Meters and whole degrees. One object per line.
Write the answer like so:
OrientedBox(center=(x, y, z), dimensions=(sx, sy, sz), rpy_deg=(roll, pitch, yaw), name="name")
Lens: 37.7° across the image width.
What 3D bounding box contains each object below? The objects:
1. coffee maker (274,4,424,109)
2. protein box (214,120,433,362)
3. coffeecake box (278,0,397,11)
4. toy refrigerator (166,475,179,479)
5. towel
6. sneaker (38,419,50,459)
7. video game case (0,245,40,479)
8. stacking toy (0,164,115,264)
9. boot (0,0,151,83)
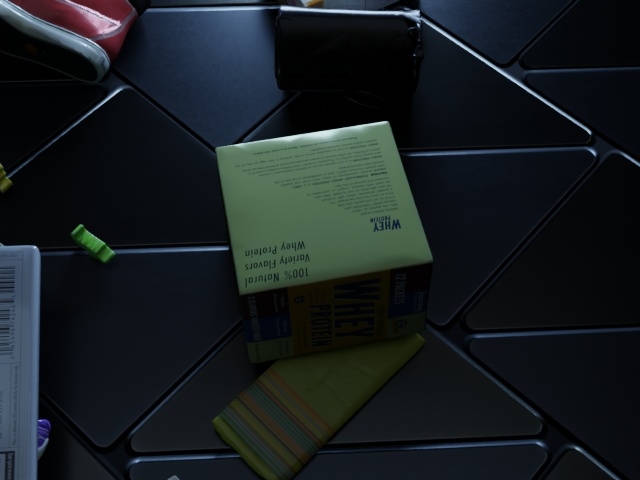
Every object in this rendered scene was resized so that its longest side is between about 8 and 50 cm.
OrientedBox(center=(0.033, -0.242, 1.157), dimensions=(0.178, 0.171, 0.120), rpy_deg=(1, 78, 1), name="coffee maker")
OrientedBox(center=(0.000, 0.000, 1.027), dimensions=(0.199, 0.136, 0.201), rpy_deg=(-10, 53, -5), name="protein box")
OrientedBox(center=(0.026, -0.377, 1.287), dimensions=(0.185, 0.068, 0.142), rpy_deg=(-25, 65, -14), name="coffeecake box")
OrientedBox(center=(-0.212, 0.349, 0.865), dimensions=(0.269, 0.102, 0.094), rpy_deg=(-34, 65, -19), name="toy refrigerator")
OrientedBox(center=(0.001, 0.156, 1.026), dimensions=(0.102, 0.021, 0.237), rpy_deg=(43, 68, 14), name="towel")
OrientedBox(center=(-0.363, 0.182, 0.988), dimensions=(0.170, 0.068, 0.071), rpy_deg=(26, 50, 3), name="sneaker")
OrientedBox(center=(-0.432, 0.163, 0.919), dimensions=(0.299, 0.036, 0.329), rpy_deg=(-1, 66, -12), name="video game case")
OrientedBox(center=(-0.375, 0.010, 1.077), dimensions=(0.221, 0.052, 0.167), rpy_deg=(34, 66, 15), name="stacking toy")
OrientedBox(center=(-0.359, -0.326, 1.245), dimensions=(0.244, 0.088, 0.176), rpy_deg=(23, 63, 2), name="boot")
